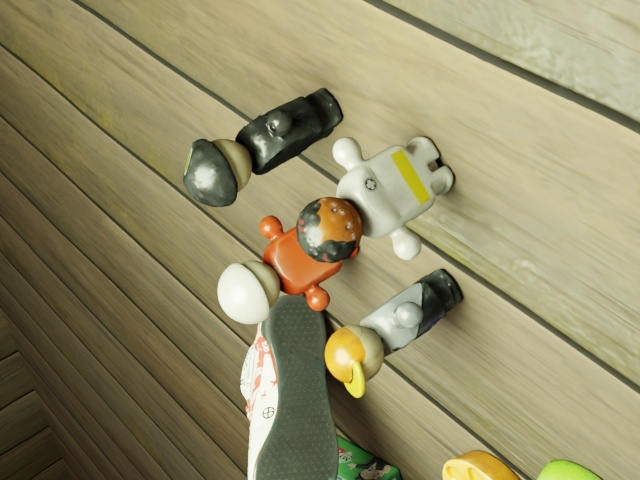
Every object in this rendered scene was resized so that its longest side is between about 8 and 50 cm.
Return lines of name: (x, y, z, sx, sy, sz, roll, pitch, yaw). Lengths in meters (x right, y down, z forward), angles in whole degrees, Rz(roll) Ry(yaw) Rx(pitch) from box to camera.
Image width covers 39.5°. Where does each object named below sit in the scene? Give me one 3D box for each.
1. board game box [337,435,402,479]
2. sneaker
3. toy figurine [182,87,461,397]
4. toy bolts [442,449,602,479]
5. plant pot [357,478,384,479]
board game box: (0.058, 0.391, 1.156, 0.213, 0.046, 0.317, 14, 130, 52)
sneaker: (-0.039, 0.207, 0.976, 0.145, 0.090, 0.270, 118, 154, -63)
toy figurine: (0.000, 0.000, 0.745, 0.209, 0.148, 0.213, 33, 143, 40)
toy bolts: (0.164, 0.321, 0.791, 0.218, 0.158, 0.229, 3, 121, 57)
plant pot: (0.058, 0.357, 0.914, 0.191, 0.191, 0.174, 57, 178, 3)
